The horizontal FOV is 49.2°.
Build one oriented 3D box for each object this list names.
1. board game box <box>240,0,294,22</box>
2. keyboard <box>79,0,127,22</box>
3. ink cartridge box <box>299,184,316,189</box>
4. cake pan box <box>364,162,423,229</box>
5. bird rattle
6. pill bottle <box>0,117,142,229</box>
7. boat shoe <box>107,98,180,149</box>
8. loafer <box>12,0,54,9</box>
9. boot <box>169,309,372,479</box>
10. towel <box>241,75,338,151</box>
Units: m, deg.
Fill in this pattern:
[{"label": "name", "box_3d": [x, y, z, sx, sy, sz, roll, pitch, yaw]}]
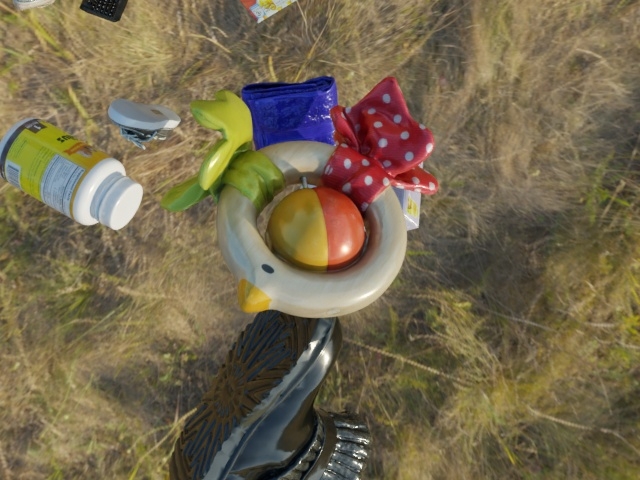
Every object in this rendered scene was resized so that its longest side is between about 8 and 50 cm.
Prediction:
[{"label": "board game box", "box_3d": [-0.129, -0.557, 1.237, 0.144, 0.142, 0.275, -18, 129, 37]}, {"label": "keyboard", "box_3d": [-0.395, -0.484, 1.285, 0.100, 0.192, 0.038, 15, 141, -15]}, {"label": "ink cartridge box", "box_3d": [0.000, 0.000, 1.705, 0.119, 0.207, 0.354, 43, 63, -38]}, {"label": "cake pan box", "box_3d": [0.098, -0.115, 1.546, 0.266, 0.246, 0.070, -16, 141, 35]}, {"label": "bird rattle", "box_3d": [-0.005, -0.029, 0.611, 0.253, 0.143, 0.207, 1, 63, -25]}, {"label": "pill bottle", "box_3d": [-0.398, -0.102, 1.122, 0.214, 0.117, 0.117, 28, 103, 8]}, {"label": "boat shoe", "box_3d": [-0.494, -0.316, 1.913, 0.113, 0.306, 0.105, 37, 105, 2]}, {"label": "loafer", "box_3d": [-0.425, -0.383, 1.086, 0.045, 0.125, 0.039, 31, 141, 6]}, {"label": "boot", "box_3d": [-0.015, 0.233, 0.940, 0.260, 0.131, 0.348, 23, 115, -32]}, {"label": "towel", "box_3d": [-0.062, -0.261, 1.743, 0.227, 0.076, 0.308, -5, 141, 3]}]
